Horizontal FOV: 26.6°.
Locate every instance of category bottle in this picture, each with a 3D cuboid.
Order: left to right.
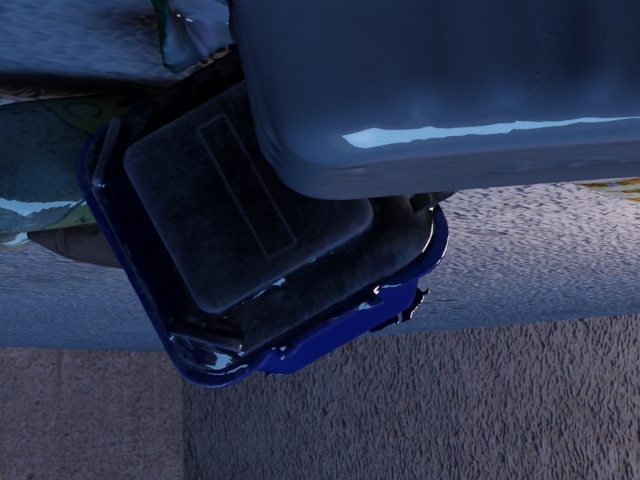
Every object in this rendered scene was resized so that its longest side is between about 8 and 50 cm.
[{"bbox_3d":[-0.101,-0.057,0.877,0.269,0.083,0.083,-7,175,-20],"label":"bottle"}]

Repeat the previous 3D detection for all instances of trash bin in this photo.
[{"bbox_3d":[-0.012,-0.010,0.781,0.184,0.163,0.234,-29,165,1],"label":"trash bin"}]

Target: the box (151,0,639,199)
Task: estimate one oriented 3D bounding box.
[{"bbox_3d":[0.097,-0.080,0.551,0.336,0.106,0.264,-4,176,-3],"label":"box"}]

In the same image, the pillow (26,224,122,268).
[{"bbox_3d":[-0.094,-0.016,1.134,0.223,0.084,0.236,-4,175,-43],"label":"pillow"}]

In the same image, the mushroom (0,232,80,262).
[{"bbox_3d":[-0.298,-0.006,1.313,0.202,0.054,0.059,1,174,12],"label":"mushroom"}]

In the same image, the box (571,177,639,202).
[{"bbox_3d":[0.262,-0.062,1.078,0.122,0.032,0.220,-8,169,37],"label":"box"}]
